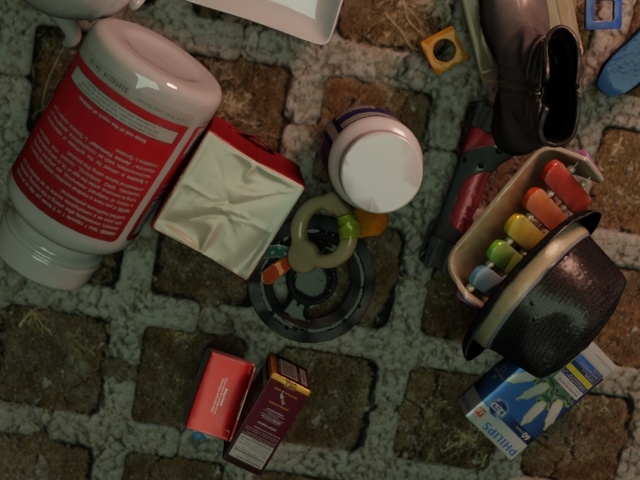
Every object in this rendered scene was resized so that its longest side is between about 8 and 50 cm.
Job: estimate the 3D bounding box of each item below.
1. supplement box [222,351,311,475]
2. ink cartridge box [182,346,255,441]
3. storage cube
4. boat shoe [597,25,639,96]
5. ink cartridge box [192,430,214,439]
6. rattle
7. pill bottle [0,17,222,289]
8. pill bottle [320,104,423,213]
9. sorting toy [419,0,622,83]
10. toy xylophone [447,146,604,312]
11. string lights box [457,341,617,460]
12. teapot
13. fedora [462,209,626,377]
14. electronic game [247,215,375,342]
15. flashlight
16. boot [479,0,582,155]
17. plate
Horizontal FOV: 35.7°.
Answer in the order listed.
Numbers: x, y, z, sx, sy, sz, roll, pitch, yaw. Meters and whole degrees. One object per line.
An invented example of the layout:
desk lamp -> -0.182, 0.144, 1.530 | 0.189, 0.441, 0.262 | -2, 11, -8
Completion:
supplement box -> -0.098, 0.312, 1.785 | 0.081, 0.104, 0.188 | 28, 101, -10
ink cartridge box -> -0.175, 0.258, 1.688 | 0.078, 0.231, 0.134 | 19, 83, -8
storage cube -> -0.151, -0.071, 1.642 | 0.184, 0.193, 0.215 | 31, 99, -10
boat shoe -> 0.571, -0.345, 1.681 | 0.258, 0.089, 0.109 | -32, 91, 9
ink cartridge box -> -0.212, 0.320, 1.819 | 0.048, 0.028, 0.083 | -5, 104, -3
rattle -> 0.000, 0.000, 1.716 | 0.130, 0.143, 0.199 | 46, 118, 2
pill bottle -> -0.351, -0.128, 1.583 | 0.229, 0.229, 0.407 | 32, 109, -11
pill bottle -> 0.083, -0.131, 1.605 | 0.153, 0.264, 0.153 | -1, 104, -3
sorting toy -> 0.332, -0.381, 1.675 | 0.348, 0.047, 0.195 | -16, 100, 0
toy xylophone -> 0.349, -0.019, 1.679 | 0.236, 0.081, 0.322 | 18, 111, -54
string lights box -> 0.395, 0.263, 1.821 | 0.260, 0.077, 0.133 | -44, 104, 7
teapot -> -0.342, -0.431, 1.527 | 0.187, 0.256, 0.252 | 40, 84, -26
fedora -> 0.394, 0.111, 1.656 | 0.152, 0.334, 0.334 | 42, 99, 20
electronic game -> -0.016, 0.069, 1.760 | 0.230, 0.048, 0.229 | -1, 96, -7
flashlight -> 0.270, -0.085, 1.715 | 0.103, 0.103, 0.303 | 15, 101, -10
boot -> 0.338, -0.302, 1.534 | 0.118, 0.223, 0.338 | -7, 88, -7
plate -> -0.076, -0.492, 1.619 | 0.278, 0.045, 0.277 | 17, 101, -8
